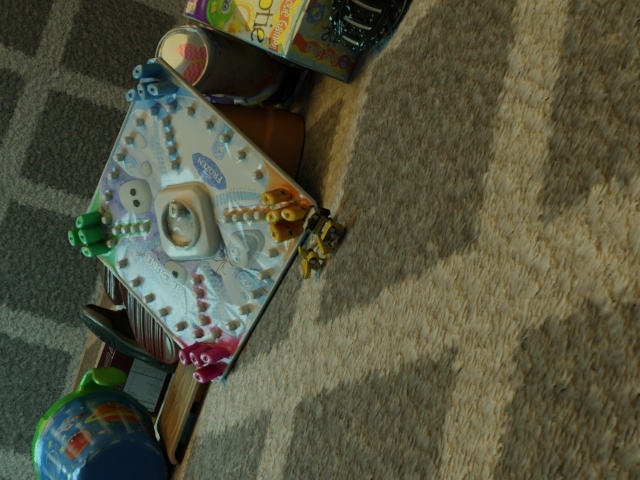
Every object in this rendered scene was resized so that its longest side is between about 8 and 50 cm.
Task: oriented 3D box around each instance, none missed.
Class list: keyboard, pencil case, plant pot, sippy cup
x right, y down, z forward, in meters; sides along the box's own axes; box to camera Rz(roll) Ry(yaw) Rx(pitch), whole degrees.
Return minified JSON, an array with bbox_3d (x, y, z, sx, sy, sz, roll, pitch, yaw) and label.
[{"bbox_3d":[-0.071,-0.323,1.920,0.180,0.023,0.108,-154,78,-72],"label":"keyboard"},{"bbox_3d":[-0.176,-0.306,1.729,0.124,0.113,0.273,-51,-18,18],"label":"pencil case"},{"bbox_3d":[-0.180,-0.120,1.717,0.291,0.204,0.290,-161,90,-74],"label":"plant pot"},{"bbox_3d":[-0.385,0.403,1.774,0.240,0.305,0.224,-38,22,-17],"label":"sippy cup"}]

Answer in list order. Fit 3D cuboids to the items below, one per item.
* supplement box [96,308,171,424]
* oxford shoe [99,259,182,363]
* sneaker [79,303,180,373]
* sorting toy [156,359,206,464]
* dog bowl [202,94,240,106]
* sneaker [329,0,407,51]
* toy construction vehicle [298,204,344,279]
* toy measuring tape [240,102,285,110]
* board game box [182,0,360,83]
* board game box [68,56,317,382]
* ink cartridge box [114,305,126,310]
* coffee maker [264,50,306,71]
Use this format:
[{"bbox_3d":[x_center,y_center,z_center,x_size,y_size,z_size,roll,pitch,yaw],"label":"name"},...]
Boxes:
[{"bbox_3d":[-0.396,0.267,2.081,0.194,0.129,0.191,-71,17,-2],"label":"supplement box"},{"bbox_3d":[-0.305,0.104,1.843,0.348,0.130,0.122,46,137,46],"label":"oxford shoe"},{"bbox_3d":[-0.357,0.163,1.945,0.087,0.228,0.130,101,-166,-58],"label":"sneaker"},{"bbox_3d":[-0.247,0.282,1.773,0.193,0.038,0.208,-163,88,-73],"label":"sorting toy"},{"bbox_3d":[-0.250,-0.222,1.952,0.104,0.264,0.265,-30,-1,-26],"label":"dog bowl"},{"bbox_3d":[0.098,-0.394,1.381,0.271,0.100,0.108,-67,-7,22],"label":"sneaker"},{"bbox_3d":[0.000,0.000,1.327,0.098,0.035,0.086,-64,29,28],"label":"toy construction vehicle"},{"bbox_3d":[-0.161,-0.291,1.951,0.330,0.121,0.121,20,90,66],"label":"toy measuring tape"},{"bbox_3d":[-0.065,-0.367,1.543,0.275,0.144,0.142,31,102,42],"label":"board game box"},{"bbox_3d":[-0.226,-0.025,1.564,0.050,0.390,0.390,-19,-34,-51],"label":"board game box"},{"bbox_3d":[-0.405,0.039,2.384,0.278,0.117,0.201,-70,17,1],"label":"ink cartridge box"},{"bbox_3d":[-0.024,-0.409,1.749,0.178,0.120,0.171,-59,-3,30],"label":"coffee maker"}]
